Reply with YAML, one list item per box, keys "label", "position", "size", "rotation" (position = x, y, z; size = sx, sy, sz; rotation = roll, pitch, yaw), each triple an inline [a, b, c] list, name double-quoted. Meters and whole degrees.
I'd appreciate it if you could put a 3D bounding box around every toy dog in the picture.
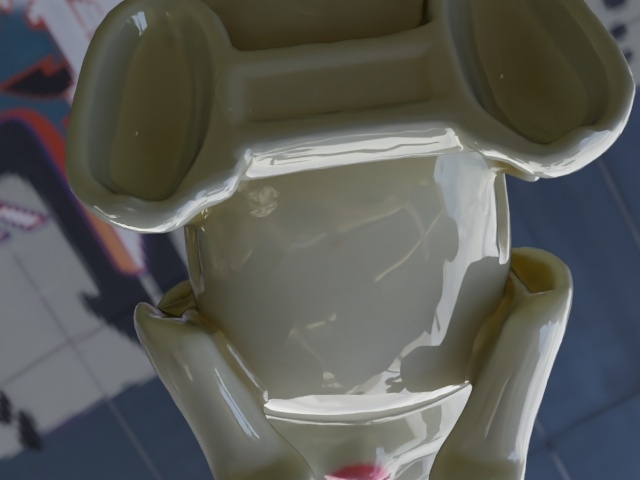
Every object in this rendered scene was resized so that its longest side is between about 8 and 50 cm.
- label: "toy dog"
  position: [0.000, 0.000, 1.104]
  size: [0.285, 0.408, 0.395]
  rotation: [-14, -134, -8]
